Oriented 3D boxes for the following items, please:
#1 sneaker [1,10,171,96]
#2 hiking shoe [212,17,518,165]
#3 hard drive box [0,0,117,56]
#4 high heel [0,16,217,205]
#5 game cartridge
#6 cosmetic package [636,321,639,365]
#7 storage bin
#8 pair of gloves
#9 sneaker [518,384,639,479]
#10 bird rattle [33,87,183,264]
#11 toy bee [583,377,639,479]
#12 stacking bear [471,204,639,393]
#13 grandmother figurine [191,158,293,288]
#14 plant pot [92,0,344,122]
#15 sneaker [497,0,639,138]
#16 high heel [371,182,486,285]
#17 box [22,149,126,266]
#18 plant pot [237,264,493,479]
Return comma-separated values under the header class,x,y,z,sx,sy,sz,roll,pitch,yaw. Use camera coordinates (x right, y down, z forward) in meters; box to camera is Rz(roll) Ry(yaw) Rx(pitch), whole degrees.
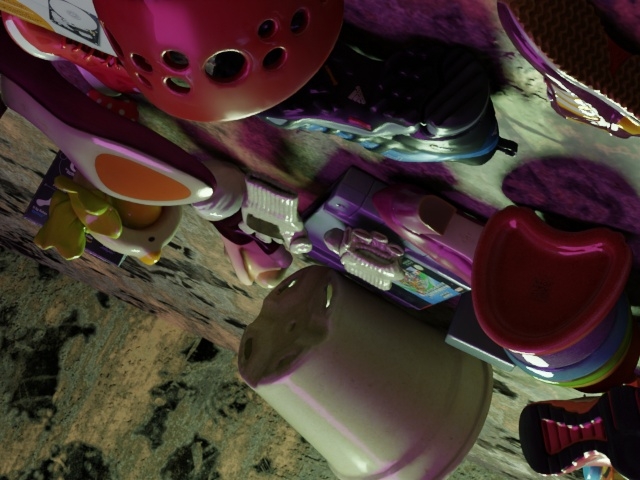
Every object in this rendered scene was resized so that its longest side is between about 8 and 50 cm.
class,x,y,z,sx,sy,sz,roll,pitch,yaw
sneaker,-0.254,-0.235,1.383,0.128,0.087,0.221,6,169,34
hiking shoe,0.030,-0.128,1.148,0.304,0.113,0.132,18,162,31
hard drive box,-0.267,-0.290,1.157,0.181,0.089,0.232,23,165,14
high heel,-0.289,-0.175,1.516,0.377,0.181,0.127,22,146,0
game cartridge,0.088,0.011,1.650,0.230,0.068,0.355,32,165,-5
cosmetic package,0.413,0.134,1.533,0.060,0.041,0.115,34,164,-27
storage bin,0.244,0.122,1.689,0.135,0.091,0.098,24,165,7
pair of gloves,0.000,0.000,1.573,0.240,0.042,0.204,26,166,0
sneaker,0.379,0.220,1.429,0.136,0.115,0.314,-7,178,-31
bird rattle,-0.284,-0.074,1.645,0.207,0.253,0.143,35,133,-26
toy bee,0.432,0.286,1.762,0.298,0.195,0.162,-117,21,-52
stacking bear,0.299,0.099,1.405,0.175,0.164,0.289,17,167,34
grandmother figurine,-0.128,-0.024,1.814,0.208,0.104,0.342,27,167,21
plant pot,-0.095,-0.213,0.923,0.191,0.191,0.174,19,161,27
sneaker,0.194,-0.133,0.929,0.185,0.069,0.084,34,159,-22
high heel,0.170,0.011,1.466,0.244,0.082,0.117,31,173,-28
box,-0.334,-0.071,1.822,0.163,0.142,0.247,28,-176,-8
plant pot,0.048,0.210,1.888,0.305,0.333,0.334,39,162,-28
